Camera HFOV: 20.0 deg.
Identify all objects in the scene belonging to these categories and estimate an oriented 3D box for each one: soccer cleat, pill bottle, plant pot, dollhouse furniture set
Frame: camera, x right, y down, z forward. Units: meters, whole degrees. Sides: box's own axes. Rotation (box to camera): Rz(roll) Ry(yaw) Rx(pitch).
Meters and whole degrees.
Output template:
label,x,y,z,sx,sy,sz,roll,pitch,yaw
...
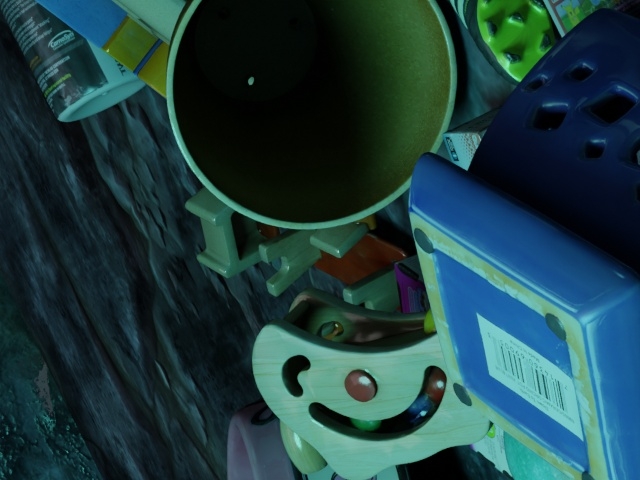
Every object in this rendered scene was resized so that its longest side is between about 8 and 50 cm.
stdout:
label,x,y,z,sx,sy,sz,roll,pitch,yaw
soccer cleat,0.123,-0.185,1.362,0.072,0.060,0.179,92,152,-67
pill bottle,-0.305,-0.274,2.133,0.245,0.130,0.130,63,159,2
plant pot,0.199,0.025,1.161,0.236,0.212,0.236,35,149,45
plant pot,-0.032,-0.157,1.559,0.254,0.237,0.237,-129,20,-70
dollhouse furniture set,0.000,0.000,1.800,0.259,0.135,0.262,27,140,40

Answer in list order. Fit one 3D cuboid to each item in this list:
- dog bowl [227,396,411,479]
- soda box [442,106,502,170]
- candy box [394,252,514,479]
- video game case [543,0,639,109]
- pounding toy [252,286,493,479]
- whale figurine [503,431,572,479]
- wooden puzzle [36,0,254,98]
label,x,y,z,sx,sy,sz,roll,pitch,yaw
dog bowl,0.000,0.337,1.909,0.408,0.150,0.408,173,90,-81
soda box,0.163,-0.013,1.449,0.063,0.058,0.183,7,120,65
candy box,0.163,0.116,1.577,0.233,0.071,0.159,38,144,50
video game case,0.215,-0.161,1.216,0.183,0.023,0.201,63,160,1
pounding toy,0.051,0.095,1.525,0.269,0.155,0.154,-24,101,36
whale figurine,0.224,0.193,1.351,0.141,0.216,0.272,-13,105,22
wooden puzzle,-0.208,-0.224,1.810,0.322,0.080,0.348,37,176,-33
